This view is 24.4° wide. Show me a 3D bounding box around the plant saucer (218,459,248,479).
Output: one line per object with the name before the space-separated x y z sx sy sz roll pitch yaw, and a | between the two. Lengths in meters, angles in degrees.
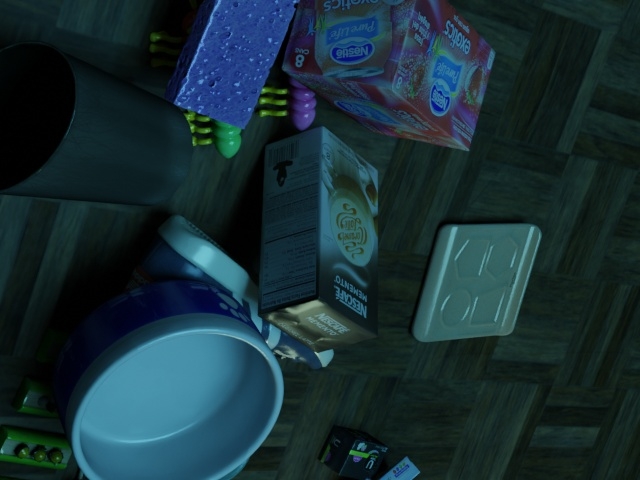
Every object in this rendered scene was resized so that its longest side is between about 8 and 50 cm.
plant saucer | -0.135 0.296 2.073 0.119 0.021 0.119 -22 126 -34

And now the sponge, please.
sponge | -0.095 -0.241 1.704 0.117 0.031 0.210 14 103 -46

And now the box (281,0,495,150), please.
box | 0.091 -0.224 1.836 0.300 0.154 0.142 26 79 -65

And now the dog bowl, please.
dog bowl | -0.184 0.180 1.779 0.265 0.104 0.265 -14 129 -18

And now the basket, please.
basket | -0.263 -0.114 1.632 0.227 0.204 0.154 12 60 -54

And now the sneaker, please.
sneaker | -0.124 0.105 1.915 0.148 0.131 0.350 -50 132 0

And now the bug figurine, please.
bug figurine | -0.072 -0.218 1.816 0.279 0.072 0.216 -23 126 -34

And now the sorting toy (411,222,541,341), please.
sorting toy | 0.239 0.061 2.294 0.208 0.038 0.193 1 111 -39

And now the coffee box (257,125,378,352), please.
coffee box | 0.000 0.000 1.889 0.141 0.098 0.246 34 48 -47

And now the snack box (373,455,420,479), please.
snack box | 0.079 0.397 2.281 0.141 0.037 0.100 -36 174 -24

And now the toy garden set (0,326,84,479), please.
toy garden set | -0.304 0.246 1.865 0.204 0.049 0.244 20 97 -47

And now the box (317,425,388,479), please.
box | 0.050 0.323 2.241 0.083 0.052 0.062 20 97 -48
